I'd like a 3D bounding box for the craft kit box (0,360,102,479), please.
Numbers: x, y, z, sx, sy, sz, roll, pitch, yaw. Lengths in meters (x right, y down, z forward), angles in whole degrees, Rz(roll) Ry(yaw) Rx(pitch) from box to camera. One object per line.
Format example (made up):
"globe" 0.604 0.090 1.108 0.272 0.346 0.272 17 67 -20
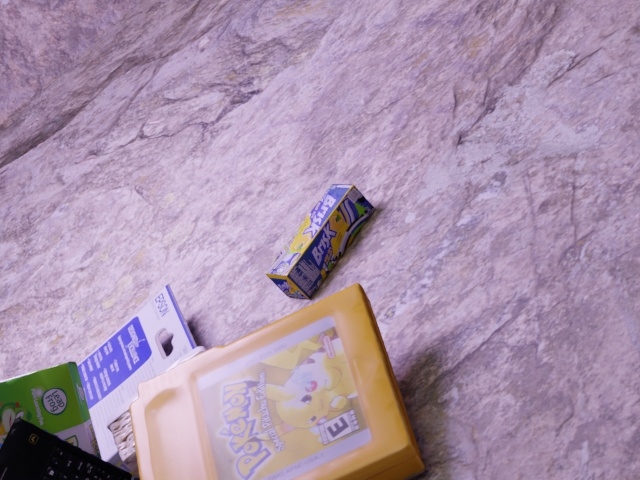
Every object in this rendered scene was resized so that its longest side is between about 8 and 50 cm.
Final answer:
"craft kit box" -0.400 0.306 2.054 0.247 0.249 0.061 -17 -6 0

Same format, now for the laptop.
"laptop" -0.319 0.376 1.947 0.234 0.264 0.136 -64 -6 -3

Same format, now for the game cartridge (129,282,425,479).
"game cartridge" -0.062 0.216 1.873 0.324 0.052 0.285 -24 42 6

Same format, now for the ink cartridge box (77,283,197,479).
"ink cartridge box" -0.284 0.236 2.263 0.307 0.072 0.303 -39 26 2

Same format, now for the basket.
"basket" -0.174 0.239 2.058 0.167 0.113 0.103 -38 31 7

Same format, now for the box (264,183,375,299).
"box" 0.000 0.000 2.232 0.059 0.054 0.169 4 52 55
